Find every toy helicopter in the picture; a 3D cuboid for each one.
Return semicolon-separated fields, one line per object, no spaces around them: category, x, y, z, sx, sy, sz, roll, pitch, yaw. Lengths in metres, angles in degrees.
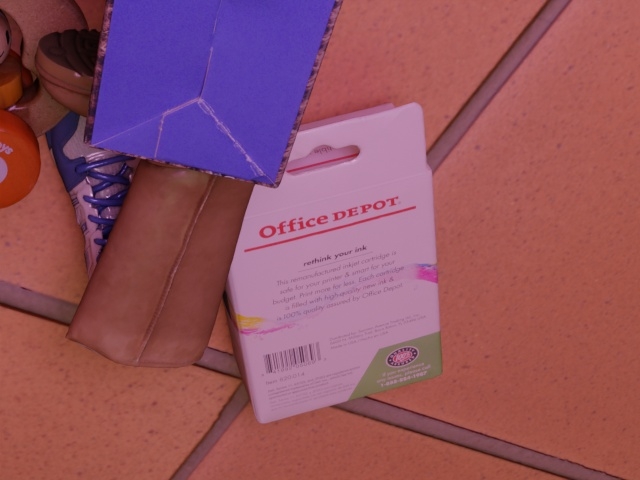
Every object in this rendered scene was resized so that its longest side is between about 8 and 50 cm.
toy helicopter;-0.340;-0.185;1.025;0.355;0.140;0.235;18;121;-26

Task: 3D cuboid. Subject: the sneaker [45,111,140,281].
sneaker;-0.171;-0.018;1.229;0.111;0.131;0.296;-16;131;-6

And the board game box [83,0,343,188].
board game box;-0.057;-0.227;0.939;0.141;0.291;0.232;12;140;-8

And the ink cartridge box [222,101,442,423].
ink cartridge box;0.000;0.000;1.316;0.207;0.119;0.353;-14;132;-8

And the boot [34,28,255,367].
boot;-0.151;-0.021;1.096;0.236;0.089;0.270;9;119;-31
